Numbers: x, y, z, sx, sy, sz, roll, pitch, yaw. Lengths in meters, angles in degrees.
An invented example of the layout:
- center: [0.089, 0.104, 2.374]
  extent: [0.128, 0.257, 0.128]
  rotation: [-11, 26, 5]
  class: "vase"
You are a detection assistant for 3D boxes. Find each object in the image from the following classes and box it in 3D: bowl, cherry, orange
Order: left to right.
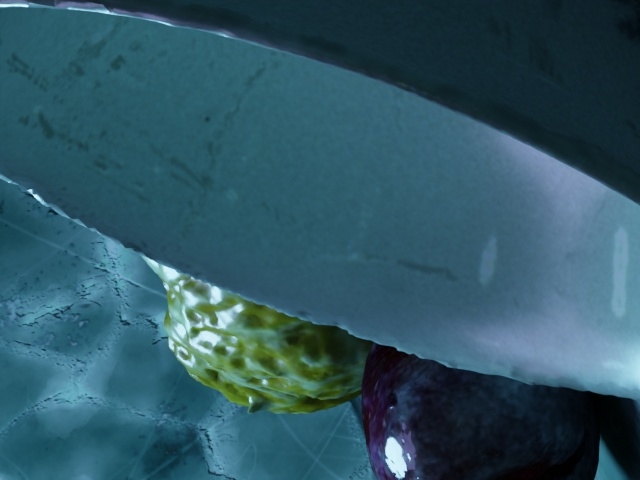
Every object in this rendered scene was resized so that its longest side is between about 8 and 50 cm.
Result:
- center: [0.000, 0.000, 1.593]
  extent: [0.210, 0.271, 0.369]
  rotation: [41, 155, 44]
  class: "orange"
- center: [0.037, -0.090, 0.928]
  extent: [0.435, 0.434, 0.196]
  rotation: [87, -158, -74]
  class: "bowl"
- center: [0.122, 0.132, 1.491]
  extent: [0.195, 0.195, 0.195]
  rotation: [155, 90, -84]
  class: "cherry"
